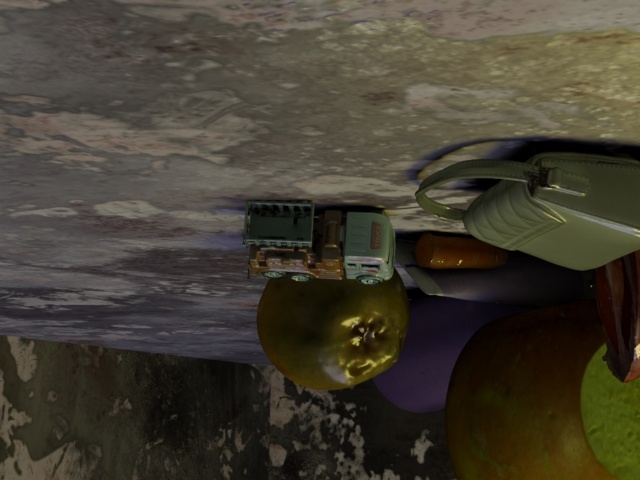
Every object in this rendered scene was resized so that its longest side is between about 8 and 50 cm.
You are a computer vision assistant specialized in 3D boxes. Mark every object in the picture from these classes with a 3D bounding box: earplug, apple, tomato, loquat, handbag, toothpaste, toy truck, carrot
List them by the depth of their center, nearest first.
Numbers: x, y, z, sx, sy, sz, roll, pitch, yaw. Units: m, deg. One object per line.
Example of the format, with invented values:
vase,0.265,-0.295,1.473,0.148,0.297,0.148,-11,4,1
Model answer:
handbag,0.211,-0.039,1.253,0.219,0.079,0.256,13,169,-6
tomato,0.389,0.063,1.467,0.112,0.199,0.228,-5,175,3
toy truck,0.000,-0.001,1.487,0.177,0.080,0.115,2,161,3
carrot,0.192,0.015,1.659,0.139,0.048,0.048,3,171,-30
apple,0.365,0.260,1.729,0.384,0.374,0.374,-6,170,8
loquat,0.009,0.095,1.730,0.213,0.213,0.246,7,-165,-29
toothpaste,0.254,0.049,1.744,0.371,0.080,0.125,9,-150,-38
earplug,0.257,0.173,2.161,0.215,0.215,0.456,5,167,-19
